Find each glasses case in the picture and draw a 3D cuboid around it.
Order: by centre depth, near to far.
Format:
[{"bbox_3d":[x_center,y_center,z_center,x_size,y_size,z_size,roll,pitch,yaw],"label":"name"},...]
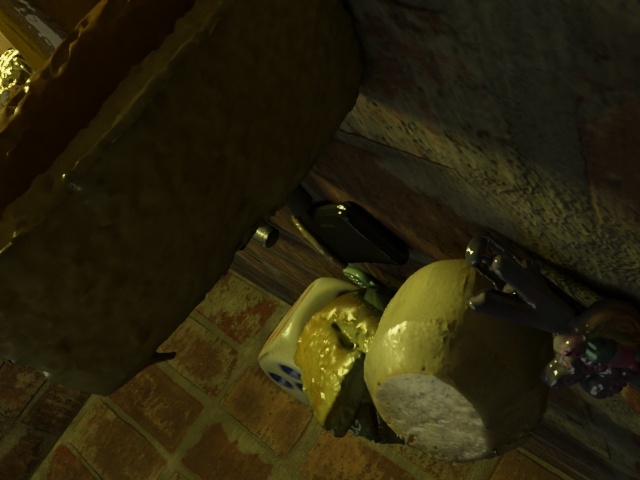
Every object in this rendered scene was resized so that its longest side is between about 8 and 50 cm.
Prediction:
[{"bbox_3d":[-0.082,-0.108,1.107,0.072,0.042,0.190,38,174,36],"label":"glasses case"}]

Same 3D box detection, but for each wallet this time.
[{"bbox_3d":[0.048,-0.010,1.139,0.149,0.044,0.250,41,169,-15],"label":"wallet"}]

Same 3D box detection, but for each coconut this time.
[{"bbox_3d":[0.192,0.154,0.889,0.245,0.247,0.245,19,133,21],"label":"coconut"}]

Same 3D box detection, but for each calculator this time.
[{"bbox_3d":[0.101,0.094,1.497,0.095,0.021,0.153,38,170,-21],"label":"calculator"}]

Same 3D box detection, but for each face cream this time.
[{"bbox_3d":[-0.229,-0.068,1.652,0.291,0.071,0.144,30,170,28],"label":"face cream"}]

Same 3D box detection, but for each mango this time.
[{"bbox_3d":[-0.321,-0.275,0.815,0.195,0.142,0.331,17,157,46],"label":"mango"}]

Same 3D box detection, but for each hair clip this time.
[{"bbox_3d":[0.274,0.098,0.738,0.278,0.137,0.090,34,-155,5],"label":"hair clip"}]

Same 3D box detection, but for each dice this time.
[{"bbox_3d":[0.038,0.285,1.720,0.304,0.277,0.304,37,156,-1],"label":"dice"}]

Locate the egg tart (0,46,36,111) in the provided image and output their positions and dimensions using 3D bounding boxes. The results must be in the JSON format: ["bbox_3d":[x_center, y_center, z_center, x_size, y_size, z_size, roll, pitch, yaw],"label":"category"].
[{"bbox_3d":[-0.440,-0.193,1.251,0.351,0.339,0.153,14,-147,-5],"label":"egg tart"}]

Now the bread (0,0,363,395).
[{"bbox_3d":[-0.128,-0.058,0.542,0.165,0.375,0.236,31,166,28],"label":"bread"}]

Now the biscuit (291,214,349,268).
[{"bbox_3d":[0.000,0.000,1.289,0.152,0.020,0.152,43,-172,-8],"label":"biscuit"}]

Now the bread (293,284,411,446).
[{"bbox_3d":[0.170,0.260,1.374,0.395,0.264,0.239,19,-164,-24],"label":"bread"}]
